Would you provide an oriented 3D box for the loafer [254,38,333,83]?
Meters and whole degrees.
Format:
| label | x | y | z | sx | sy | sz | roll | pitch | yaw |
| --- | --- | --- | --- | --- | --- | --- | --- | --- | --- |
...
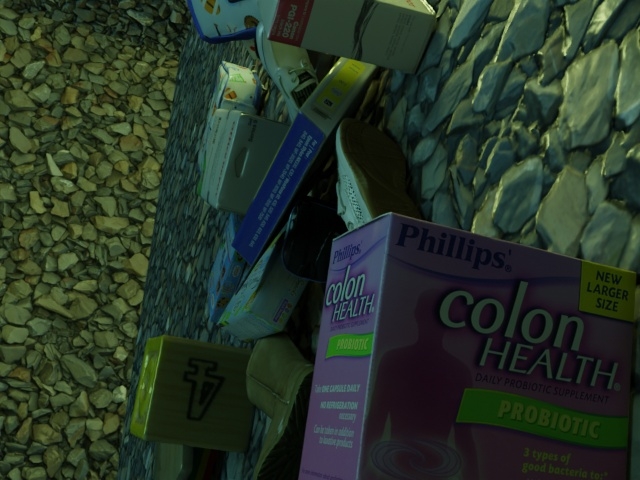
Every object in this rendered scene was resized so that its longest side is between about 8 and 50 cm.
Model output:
| label | x | y | z | sx | sy | sz | roll | pitch | yaw |
| --- | --- | --- | --- | --- | --- | --- | --- | --- | --- |
| loafer | -0.062 | -0.408 | 1.604 | 0.366 | 0.130 | 0.134 | -105 | 33 | -54 |

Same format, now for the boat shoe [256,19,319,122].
| label | x | y | z | sx | sy | sz | roll | pitch | yaw |
| --- | --- | --- | --- | --- | --- | --- | --- | --- | --- |
| boat shoe | -0.036 | -0.284 | 1.421 | 0.083 | 0.226 | 0.076 | -36 | 32 | -15 |

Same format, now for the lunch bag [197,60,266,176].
| label | x | y | z | sx | sy | sz | roll | pitch | yaw |
| --- | --- | --- | --- | --- | --- | --- | --- | --- | --- |
| lunch bag | -0.230 | -0.302 | 2.065 | 0.243 | 0.115 | 0.303 | -117 | 42 | -66 |

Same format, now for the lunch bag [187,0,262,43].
| label | x | y | z | sx | sy | sz | roll | pitch | yaw |
| --- | --- | --- | --- | --- | --- | --- | --- | --- | --- |
| lunch bag | -0.089 | -0.567 | 1.493 | 0.328 | 0.239 | 0.385 | 2 | 82 | 45 |

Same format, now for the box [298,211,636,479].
| label | x | y | z | sx | sy | sz | roll | pitch | yaw |
| --- | --- | --- | --- | --- | --- | --- | --- | --- | --- |
| box | 0.110 | 0.126 | 0.613 | 0.117 | 0.213 | 0.243 | 151 | 129 | -67 |

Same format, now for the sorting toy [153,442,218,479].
| label | x | y | z | sx | sy | sz | roll | pitch | yaw |
| --- | --- | --- | --- | --- | --- | --- | --- | --- | --- |
| sorting toy | -0.288 | 0.449 | 1.767 | 0.257 | 0.089 | 0.255 | -96 | 26 | -45 |

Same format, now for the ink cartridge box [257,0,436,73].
| label | x | y | z | sx | sy | sz | roll | pitch | yaw |
| --- | --- | --- | --- | --- | --- | --- | --- | --- | --- |
| ink cartridge box | 0.031 | -0.321 | 1.133 | 0.158 | 0.218 | 0.092 | -105 | 27 | -55 |

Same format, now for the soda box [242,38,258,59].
| label | x | y | z | sx | sy | sz | roll | pitch | yaw |
| --- | --- | --- | --- | --- | --- | --- | --- | --- | --- |
| soda box | -0.135 | -0.469 | 1.809 | 0.216 | 0.074 | 0.069 | 49 | -130 | -78 |

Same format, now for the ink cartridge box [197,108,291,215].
| label | x | y | z | sx | sy | sz | roll | pitch | yaw |
| --- | --- | --- | --- | --- | --- | --- | --- | --- | --- |
| ink cartridge box | -0.174 | -0.172 | 1.789 | 0.289 | 0.121 | 0.211 | -148 | 71 | -70 |

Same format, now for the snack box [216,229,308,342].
| label | x | y | z | sx | sy | sz | roll | pitch | yaw |
| --- | --- | --- | --- | --- | --- | --- | --- | --- | --- |
| snack box | -0.082 | 0.074 | 1.360 | 0.174 | 0.070 | 0.207 | -61 | 11 | -21 |

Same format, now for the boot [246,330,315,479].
| label | x | y | z | sx | sy | sz | roll | pitch | yaw |
| --- | --- | --- | --- | --- | --- | --- | --- | --- | --- |
| boot | -0.064 | 0.269 | 1.246 | 0.236 | 0.089 | 0.269 | -65 | 19 | -4 |

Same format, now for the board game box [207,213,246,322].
| label | x | y | z | sx | sy | sz | roll | pitch | yaw |
| --- | --- | --- | --- | --- | --- | --- | --- | --- | --- |
| board game box | -0.216 | 0.062 | 1.892 | 0.160 | 0.039 | 0.211 | -107 | 35 | -57 |

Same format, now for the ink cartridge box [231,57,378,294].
| label | x | y | z | sx | sy | sz | roll | pitch | yaw |
| --- | --- | --- | --- | --- | --- | --- | --- | --- | --- |
| ink cartridge box | -0.040 | -0.110 | 1.254 | 0.303 | 0.072 | 0.307 | -57 | -2 | 43 |

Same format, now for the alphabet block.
| label | x | y | z | sx | sy | sz | roll | pitch | yaw |
| --- | --- | --- | --- | --- | --- | --- | --- | --- | --- |
| alphabet block | -0.240 | 0.292 | 1.559 | 0.192 | 0.197 | 0.193 | 153 | 128 | -67 |

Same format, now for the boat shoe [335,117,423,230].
| label | x | y | z | sx | sy | sz | roll | pitch | yaw |
| --- | --- | --- | --- | --- | --- | --- | --- | --- | --- |
| boat shoe | 0.059 | -0.054 | 1.065 | 0.277 | 0.098 | 0.096 | -100 | 30 | -47 |

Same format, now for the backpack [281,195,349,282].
| label | x | y | z | sx | sy | sz | roll | pitch | yaw |
| --- | --- | --- | --- | --- | --- | --- | --- | --- | --- |
| backpack | 0.000 | 0.000 | 1.203 | 0.084 | 0.105 | 0.114 | -50 | -22 | -80 |
